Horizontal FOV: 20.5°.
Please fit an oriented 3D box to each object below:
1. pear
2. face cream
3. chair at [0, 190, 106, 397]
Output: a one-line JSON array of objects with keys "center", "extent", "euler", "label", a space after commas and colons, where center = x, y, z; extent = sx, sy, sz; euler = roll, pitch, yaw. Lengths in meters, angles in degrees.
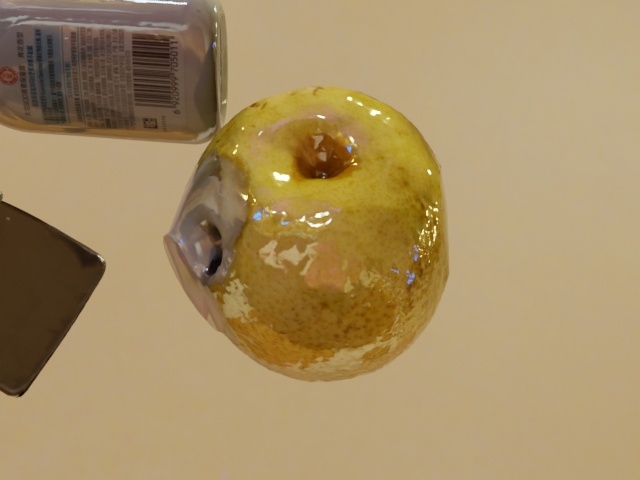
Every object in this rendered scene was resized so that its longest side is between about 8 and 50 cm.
[{"center": [0.000, 0.000, 1.597], "extent": [0.271, 0.271, 0.271], "euler": [15, -17, 5], "label": "pear"}, {"center": [-0.258, -0.173, 1.675], "extent": [0.336, 0.080, 0.163], "euler": [4, -55, 6], "label": "face cream"}, {"center": [-0.302, 0.038, 1.615], "extent": [0.186, 0.160, 0.319], "euler": [38, -8, -23], "label": "chair"}]
